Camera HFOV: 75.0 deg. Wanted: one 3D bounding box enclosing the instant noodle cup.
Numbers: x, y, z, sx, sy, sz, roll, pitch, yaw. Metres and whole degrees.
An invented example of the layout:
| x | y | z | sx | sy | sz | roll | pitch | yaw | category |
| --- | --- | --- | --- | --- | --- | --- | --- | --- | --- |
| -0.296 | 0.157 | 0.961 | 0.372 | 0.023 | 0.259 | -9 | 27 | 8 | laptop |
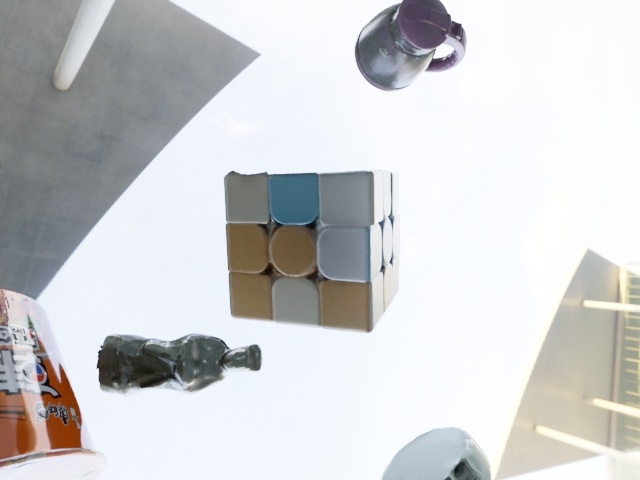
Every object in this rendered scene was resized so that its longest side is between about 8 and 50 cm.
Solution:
| x | y | z | sx | sy | sz | roll | pitch | yaw | category |
| --- | --- | --- | --- | --- | --- | --- | --- | --- | --- |
| -0.364 | 0.177 | 0.402 | 0.250 | 0.250 | 0.192 | -8 | -126 | -39 | instant noodle cup |

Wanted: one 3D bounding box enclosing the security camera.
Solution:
| x | y | z | sx | sy | sz | roll | pitch | yaw | category |
| --- | --- | --- | --- | --- | --- | --- | --- | --- | --- |
| 0.234 | 0.465 | 0.694 | 0.194 | 0.194 | 0.236 | -30 | -93 | -35 | security camera |

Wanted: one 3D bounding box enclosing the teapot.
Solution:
| x | y | z | sx | sy | sz | roll | pitch | yaw | category |
| --- | --- | --- | --- | --- | --- | --- | --- | --- | --- |
| 0.136 | -0.286 | 0.620 | 0.148 | 0.146 | 0.116 | 38 | -99 | -13 | teapot |

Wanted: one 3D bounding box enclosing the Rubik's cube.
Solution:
| x | y | z | sx | sy | sz | roll | pitch | yaw | category |
| --- | --- | --- | --- | --- | --- | --- | --- | --- | --- |
| 0.000 | 0.000 | 1.030 | 0.346 | 0.347 | 0.344 | -23 | -66 | -67 | Rubik's cube |

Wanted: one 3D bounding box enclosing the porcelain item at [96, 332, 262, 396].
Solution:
| x | y | z | sx | sy | sz | roll | pitch | yaw | category |
| --- | --- | --- | --- | --- | --- | --- | --- | --- | --- |
| -0.179 | 0.163 | 0.546 | 0.069 | 0.216 | 0.081 | 50 | -142 | -70 | porcelain item |
